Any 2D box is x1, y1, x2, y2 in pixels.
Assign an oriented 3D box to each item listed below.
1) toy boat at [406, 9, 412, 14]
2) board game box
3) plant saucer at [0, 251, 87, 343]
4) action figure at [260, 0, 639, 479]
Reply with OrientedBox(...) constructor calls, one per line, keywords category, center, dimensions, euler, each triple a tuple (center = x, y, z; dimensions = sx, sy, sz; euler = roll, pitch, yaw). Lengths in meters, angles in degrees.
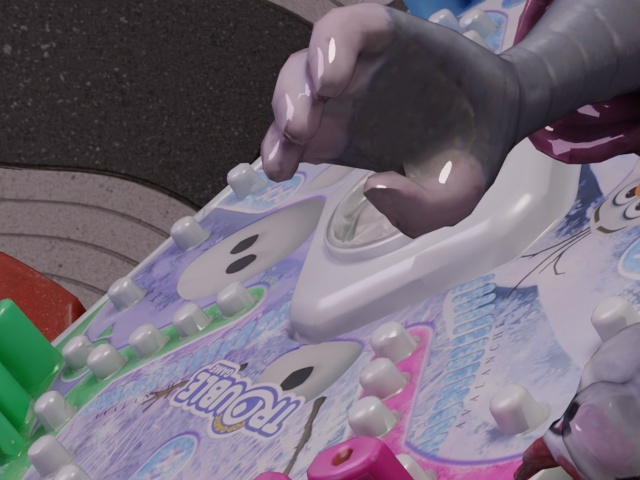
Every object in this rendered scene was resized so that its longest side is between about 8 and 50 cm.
OrientedBox(category="toy boat", center=(0.080, -0.035, 0.996), dimensions=(0.267, 0.148, 0.318), euler=(-3, 51, 56))
OrientedBox(category="board game box", center=(0.036, -0.021, 0.773), dimensions=(0.390, 0.050, 0.390), euler=(-42, 22, -17))
OrientedBox(category="plant saucer", center=(-0.109, 0.167, 1.016), dimensions=(0.259, 0.047, 0.258), euler=(66, -165, -54))
OrientedBox(category="action figure", center=(0.160, -0.057, 0.419), dimensions=(0.370, 0.248, 0.276), euler=(-45, 11, 35))
